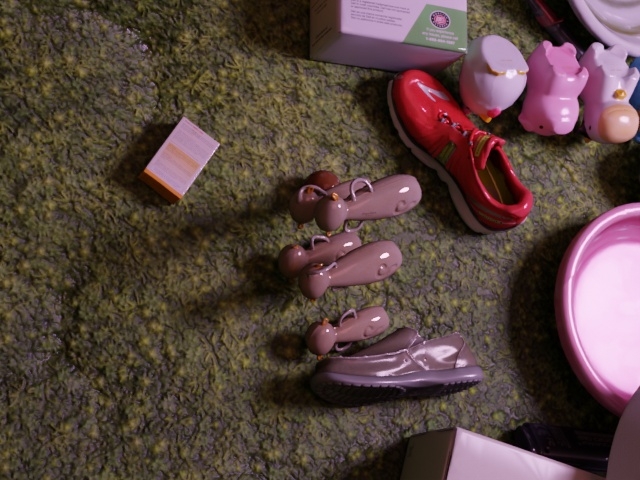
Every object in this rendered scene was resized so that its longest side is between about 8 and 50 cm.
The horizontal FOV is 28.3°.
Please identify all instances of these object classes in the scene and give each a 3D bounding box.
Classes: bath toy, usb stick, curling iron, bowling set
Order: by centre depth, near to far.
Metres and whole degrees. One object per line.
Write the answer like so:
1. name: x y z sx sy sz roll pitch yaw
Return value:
1. bowling set: 0.000 0.000 1.675 0.154 0.287 0.200 -16 41 -32
2. usb stick: 0.408 0.303 1.810 0.278 0.045 0.077 9 31 -21
3. bath toy: 0.353 -0.212 1.879 0.348 0.129 0.151 3 54 -24
4. curling iron: 0.364 -0.349 1.962 0.068 0.035 0.274 -38 93 -26

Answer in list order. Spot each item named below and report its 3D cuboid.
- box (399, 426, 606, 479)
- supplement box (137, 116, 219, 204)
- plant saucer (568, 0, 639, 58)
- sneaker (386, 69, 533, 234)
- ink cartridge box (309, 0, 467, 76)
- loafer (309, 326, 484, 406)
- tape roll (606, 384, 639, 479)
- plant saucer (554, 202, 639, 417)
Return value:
1. box: 0.269 0.354 1.698 0.311 0.148 0.121 20 71 -16
2. supplement box: -0.187 -0.105 1.674 0.062 0.036 0.098 38 67 -10
3. plant saucer: 0.492 -0.483 1.976 0.400 0.100 0.400 -5 99 -31
4. sneaker: 0.208 -0.138 1.802 0.107 0.118 0.279 -41 95 -26
5. ink cartridge box: 0.095 -0.393 1.815 0.201 0.117 0.278 5 76 -22
6. loafer: 0.097 0.166 1.709 0.251 0.094 0.087 0 66 -27
7. tape roll: 0.531 0.353 1.721 0.392 0.072 0.392 6 81 -40
8. plant saucer: 0.479 0.113 1.875 0.332 0.084 0.332 6 75 -22
